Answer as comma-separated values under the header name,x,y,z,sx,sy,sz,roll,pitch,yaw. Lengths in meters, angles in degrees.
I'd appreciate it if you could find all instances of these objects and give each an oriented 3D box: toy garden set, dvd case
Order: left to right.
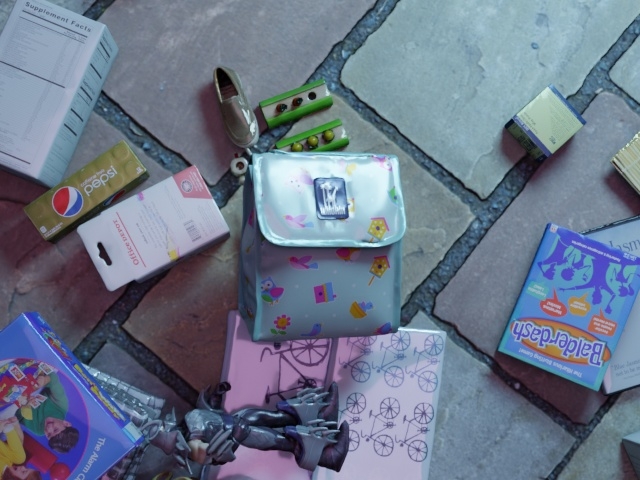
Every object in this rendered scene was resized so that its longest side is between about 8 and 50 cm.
name,x,y,z,sx,sy,sz,roll,pitch,yaw
toy garden set,-0.044,-0.102,1.556,0.204,0.049,0.244,-21,86,-5
dvd case,0.484,0.093,1.577,0.180,0.022,0.253,-16,85,-4

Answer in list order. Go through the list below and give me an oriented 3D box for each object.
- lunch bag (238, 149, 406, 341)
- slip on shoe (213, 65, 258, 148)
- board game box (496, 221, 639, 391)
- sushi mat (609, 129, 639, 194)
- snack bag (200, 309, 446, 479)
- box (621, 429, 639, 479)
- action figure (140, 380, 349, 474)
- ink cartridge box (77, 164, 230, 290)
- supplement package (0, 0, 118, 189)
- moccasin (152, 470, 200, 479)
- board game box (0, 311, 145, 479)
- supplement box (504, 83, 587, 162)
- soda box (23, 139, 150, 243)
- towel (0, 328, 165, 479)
name,x,y,z,sx,sy,sz,roll,pitch,yaw
lunch bag,0.000,0.000,1.447,0.224,0.160,0.262,-1,109,-14
slip on shoe,-0.131,-0.203,1.548,0.051,0.041,0.135,-19,71,13
board game box,0.378,0.099,1.539,0.160,0.047,0.210,21,90,7
sushi mat,0.600,-0.055,1.590,0.151,0.019,0.316,-41,88,-17
snack bag,0.002,0.268,1.528,0.343,0.037,0.323,9,84,-2
box,0.565,0.312,1.480,0.181,0.182,0.119,-23,88,-5
action figure,-0.109,0.260,1.432,0.285,0.185,0.099,2,112,-16
ink cartridge box,-0.247,-0.014,1.528,0.198,0.067,0.115,-27,86,-7
supplement package,-0.412,-0.215,1.505,0.139,0.134,0.244,23,84,0
moccasin,-0.174,0.373,1.370,0.380,0.139,0.146,8,95,-25
board game box,-0.444,0.295,1.365,0.347,0.078,0.233,-41,89,-3
supplement box,0.346,-0.179,1.580,0.083,0.056,0.083,-42,88,-6
soda box,-0.347,-0.073,1.532,0.181,0.058,0.061,-36,87,-6
towel,-0.394,0.284,1.463,0.284,0.121,0.235,25,84,0
